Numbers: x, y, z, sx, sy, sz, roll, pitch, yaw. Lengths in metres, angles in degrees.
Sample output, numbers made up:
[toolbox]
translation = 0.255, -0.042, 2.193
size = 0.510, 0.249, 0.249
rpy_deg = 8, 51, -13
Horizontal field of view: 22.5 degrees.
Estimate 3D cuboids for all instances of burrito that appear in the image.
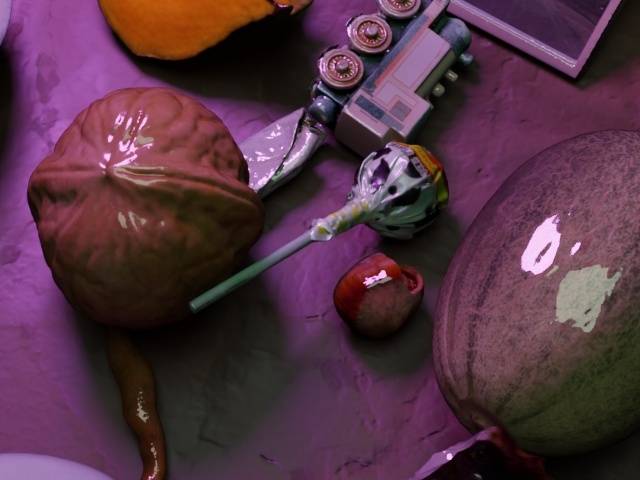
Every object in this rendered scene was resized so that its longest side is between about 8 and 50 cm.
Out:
[burrito]
translation = -0.044, -0.082, 1.583
size = 0.118, 0.044, 0.074
rpy_deg = -31, 50, -14

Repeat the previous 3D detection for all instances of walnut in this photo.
[walnut]
translation = -0.161, -0.030, 1.464
size = 0.228, 0.228, 0.228
rpy_deg = 0, 65, 0

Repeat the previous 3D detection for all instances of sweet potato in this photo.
[sweet potato]
translation = -0.167, 0.151, 1.479
size = 0.044, 0.044, 0.179
rpy_deg = -16, 66, -7

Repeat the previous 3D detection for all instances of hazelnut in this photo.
[hazelnut]
translation = 0.054, 0.049, 1.510
size = 0.086, 0.086, 0.086
rpy_deg = 0, 65, 0

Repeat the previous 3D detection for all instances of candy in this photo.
[candy]
translation = 0.000, 0.000, 1.486
size = 0.305, 0.091, 0.083
rpy_deg = -31, 33, -31

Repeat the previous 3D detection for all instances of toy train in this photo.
[toy train]
translation = 0.073, -0.173, 1.611
size = 0.125, 0.081, 0.194
rpy_deg = 37, 66, 6

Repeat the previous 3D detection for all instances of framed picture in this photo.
[framed picture]
translation = 0.246, -0.316, 1.640
size = 0.189, 0.023, 0.260
rpy_deg = 31, 100, 13

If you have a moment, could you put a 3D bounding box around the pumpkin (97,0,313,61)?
[pumpkin]
translation = -0.119, -0.255, 1.651
size = 0.254, 0.149, 0.130
rpy_deg = 35, 27, 20

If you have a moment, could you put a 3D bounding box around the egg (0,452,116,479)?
[egg]
translation = -0.249, 0.263, 1.358
size = 0.231, 0.168, 0.168
rpy_deg = 1, 65, -3

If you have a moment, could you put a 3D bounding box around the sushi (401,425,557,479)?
[sushi]
translation = 0.131, 0.326, 1.259
size = 0.281, 0.299, 0.294
rpy_deg = -43, 73, -1

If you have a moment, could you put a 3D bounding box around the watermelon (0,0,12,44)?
[watermelon]
translation = -0.426, -0.230, 1.580
size = 0.224, 0.180, 0.305
rpy_deg = -43, 73, -2

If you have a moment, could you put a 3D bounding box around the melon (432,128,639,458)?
[melon]
translation = 0.234, 0.046, 1.409
size = 0.248, 0.248, 0.329
rpy_deg = 37, 60, 16
